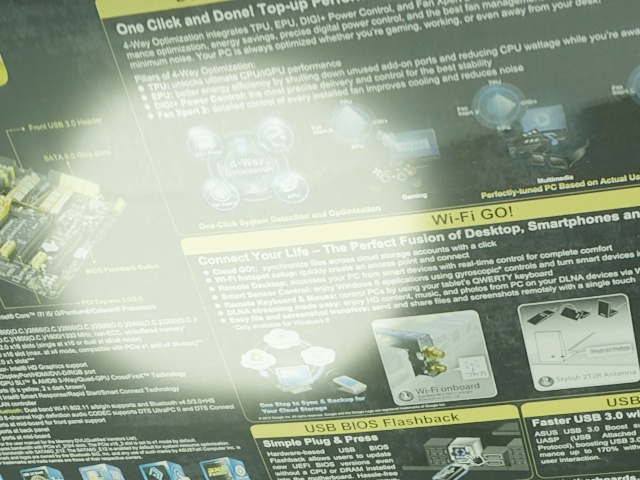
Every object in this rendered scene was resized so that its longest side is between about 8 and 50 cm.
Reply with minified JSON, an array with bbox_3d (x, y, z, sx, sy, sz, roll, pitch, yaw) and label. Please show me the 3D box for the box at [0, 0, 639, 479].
[{"bbox_3d":[0.000,0.000,0.618,0.394,0.097,0.318,-6,130,16],"label":"box"}]
